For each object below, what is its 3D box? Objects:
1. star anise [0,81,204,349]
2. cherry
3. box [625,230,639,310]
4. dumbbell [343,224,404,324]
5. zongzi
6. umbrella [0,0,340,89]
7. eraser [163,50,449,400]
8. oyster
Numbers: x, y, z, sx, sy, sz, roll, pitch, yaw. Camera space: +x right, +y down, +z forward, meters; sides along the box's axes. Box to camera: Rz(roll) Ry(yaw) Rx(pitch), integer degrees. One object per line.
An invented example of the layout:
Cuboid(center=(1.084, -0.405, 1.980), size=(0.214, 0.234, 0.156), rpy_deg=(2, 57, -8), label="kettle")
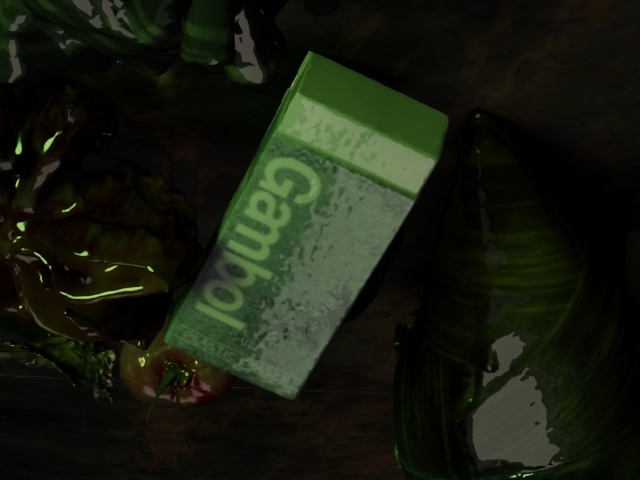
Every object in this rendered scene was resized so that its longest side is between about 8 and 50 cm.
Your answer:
Cuboid(center=(-0.166, -0.028, 0.937), size=(0.220, 0.126, 0.190), rpy_deg=(35, 155, -11), label="star anise")
Cuboid(center=(-0.129, 0.107, 1.456), size=(0.106, 0.087, 0.126), rpy_deg=(0, -176, -21), label="cherry")
Cuboid(center=(0.411, 0.042, 1.228), size=(0.353, 0.069, 0.214), rpy_deg=(0, 164, 12), label="box")
Cuboid(center=(0.000, 0.000, 1.045), size=(0.099, 0.099, 0.208), rpy_deg=(2, 165, -3), label="dumbbell")
Cuboid(center=(0.129, 0.048, 1.193), size=(0.207, 0.432, 0.403), rpy_deg=(-17, -157, 0), label="zongzi")
Cuboid(center=(-0.001, -0.135, 0.534), size=(0.336, 0.128, 0.154), rpy_deg=(-16, 155, 39), label="umbrella")
Cuboid(center=(-0.012, -0.002, 0.926), size=(0.092, 0.046, 0.212), rpy_deg=(24, 131, -6), label="eraser")
Cuboid(center=(-0.241, 0.116, 1.553), size=(0.105, 0.056, 0.177), rpy_deg=(6, 168, 30), label="oyster")
